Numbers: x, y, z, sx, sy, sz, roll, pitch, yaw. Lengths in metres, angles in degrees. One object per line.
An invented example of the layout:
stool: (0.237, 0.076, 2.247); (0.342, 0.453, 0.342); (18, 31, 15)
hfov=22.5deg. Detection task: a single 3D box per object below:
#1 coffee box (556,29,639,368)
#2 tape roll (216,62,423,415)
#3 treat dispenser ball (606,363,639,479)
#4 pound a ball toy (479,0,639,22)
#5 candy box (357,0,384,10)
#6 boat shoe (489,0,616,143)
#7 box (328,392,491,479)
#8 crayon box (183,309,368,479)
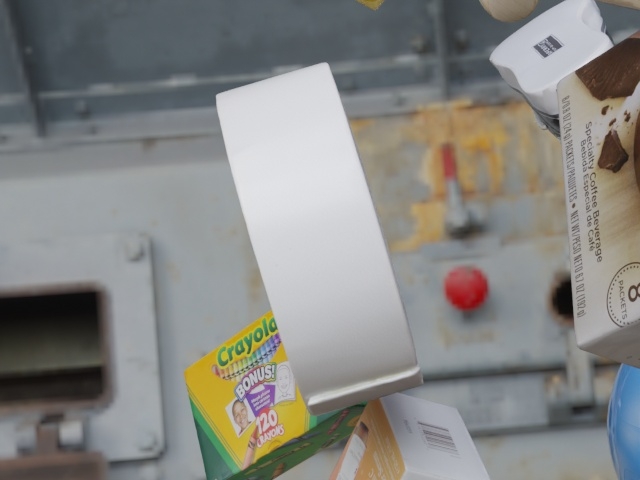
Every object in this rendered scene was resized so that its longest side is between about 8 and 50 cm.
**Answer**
coffee box: (0.261, -0.056, 0.781); (0.119, 0.168, 0.297); (18, -32, -31)
tape roll: (0.000, 0.000, 1.340); (0.100, 0.286, 0.286); (-16, -7, 0)
treat dispenser ball: (0.437, 0.189, 1.632); (0.288, 0.288, 0.288); (-5, -7, -1)
pound a ball toy: (0.259, -0.235, 0.974); (0.319, 0.135, 0.208); (3, -43, -16)
candy box: (0.001, -0.295, 1.454); (0.187, 0.053, 0.109); (25, -37, -15)
boat shoe: (0.226, -0.138, 1.403); (0.108, 0.102, 0.301); (-33, 15, 8)
box: (0.068, 0.245, 1.461); (0.091, 0.170, 0.130); (16, 23, -21)
crayon box: (-0.044, 0.181, 1.973); (0.081, 0.165, 0.278); (8, -33, -41)
